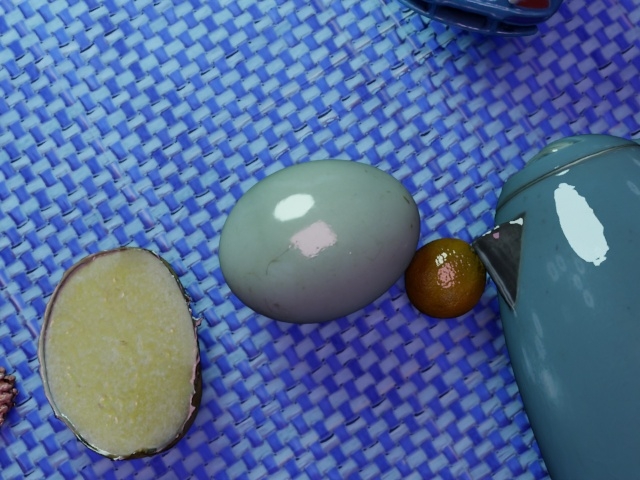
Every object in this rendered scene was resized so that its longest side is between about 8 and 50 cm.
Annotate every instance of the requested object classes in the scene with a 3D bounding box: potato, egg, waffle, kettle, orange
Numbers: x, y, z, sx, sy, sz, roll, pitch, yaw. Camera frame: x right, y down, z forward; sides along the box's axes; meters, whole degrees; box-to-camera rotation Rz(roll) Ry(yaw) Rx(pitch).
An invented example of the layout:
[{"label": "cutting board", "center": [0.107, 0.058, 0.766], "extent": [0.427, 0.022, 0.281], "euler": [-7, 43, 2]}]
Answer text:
[{"label": "potato", "center": [-0.178, 0.106, 0.666], "extent": [0.164, 0.081, 0.200], "euler": [-15, 81, 6]}, {"label": "egg", "center": [0.000, 0.000, 0.642], "extent": [0.192, 0.149, 0.149], "euler": [-15, 84, -7]}, {"label": "waffle", "center": [-0.345, 0.160, 0.682], "extent": [0.075, 0.029, 0.083], "euler": [28, 86, 3]}, {"label": "kettle", "center": [0.308, 0.057, 0.613], "extent": [0.319, 0.247, 0.342], "euler": [-15, 74, -20]}, {"label": "orange", "center": [0.123, 0.037, 0.676], "extent": [0.085, 0.085, 0.085], "euler": [0, 84, -1]}]

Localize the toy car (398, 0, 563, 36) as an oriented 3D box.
[{"label": "toy car", "center": [0.168, -0.332, 0.682], "extent": [0.198, 0.166, 0.314], "euler": [15, 55, -1]}]
